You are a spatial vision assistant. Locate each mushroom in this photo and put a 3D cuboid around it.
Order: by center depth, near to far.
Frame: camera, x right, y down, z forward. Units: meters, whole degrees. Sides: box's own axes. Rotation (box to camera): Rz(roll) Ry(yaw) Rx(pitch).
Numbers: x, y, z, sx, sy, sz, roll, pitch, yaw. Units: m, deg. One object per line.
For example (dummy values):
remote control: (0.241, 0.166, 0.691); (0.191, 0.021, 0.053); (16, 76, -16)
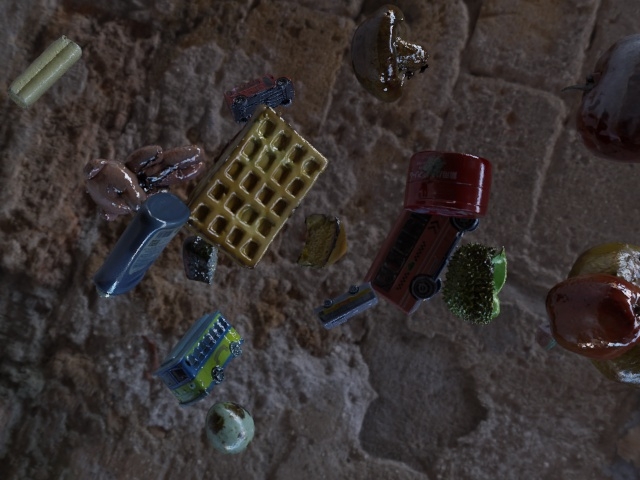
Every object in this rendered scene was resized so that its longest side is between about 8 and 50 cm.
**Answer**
mushroom: (0.203, -0.555, 1.557); (0.283, 0.195, 0.264); (6, 86, -45)

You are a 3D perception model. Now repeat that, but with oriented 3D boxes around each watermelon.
watermelon: (0.712, 0.300, 1.608); (0.092, 0.072, 0.085); (-16, 118, -69)

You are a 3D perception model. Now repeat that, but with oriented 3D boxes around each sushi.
sushi: (-0.479, 0.075, 2.082); (0.225, 0.126, 0.136); (98, 1, -50)

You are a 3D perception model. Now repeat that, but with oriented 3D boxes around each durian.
durian: (0.445, 0.120, 1.488); (0.200, 0.176, 0.237); (73, 39, -68)

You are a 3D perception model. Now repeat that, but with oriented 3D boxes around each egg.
egg: (-0.332, 0.671, 1.857); (0.231, 0.169, 0.169); (66, 34, -38)

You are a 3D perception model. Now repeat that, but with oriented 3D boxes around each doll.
doll: (-0.426, -0.144, 1.300); (0.201, 0.303, 0.156); (96, -30, -56)

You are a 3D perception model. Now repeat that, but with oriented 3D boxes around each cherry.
cherry: (0.831, -0.361, 1.313); (0.291, 0.334, 0.327); (35, 53, -80)

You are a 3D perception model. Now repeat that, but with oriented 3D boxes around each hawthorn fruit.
hawthorn fruit: (0.493, 0.123, 0.876); (0.203, 0.162, 0.163); (133, -21, -65)

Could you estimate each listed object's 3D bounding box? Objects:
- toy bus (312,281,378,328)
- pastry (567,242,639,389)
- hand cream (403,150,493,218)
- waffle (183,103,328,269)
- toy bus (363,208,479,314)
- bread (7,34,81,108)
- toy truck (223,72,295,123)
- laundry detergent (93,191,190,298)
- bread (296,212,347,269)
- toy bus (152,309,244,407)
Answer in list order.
toy bus: (0.077, 0.193, 1.523); (0.190, 0.075, 0.064); (-29, 153, -3)
pastry: (0.719, 0.166, 1.188); (0.164, 0.355, 0.356); (-37, -154, 54)
hand cream: (0.334, -0.143, 1.350); (0.230, 0.230, 0.150); (34, 66, -82)
waffle: (-0.149, -0.118, 1.169); (0.328, 0.224, 0.098); (-55, -154, -10)
toy bus: (0.326, 0.006, 1.618); (0.427, 0.232, 0.203); (-62, 163, 8)
bread: (-0.635, -0.383, 1.177); (0.139, 0.060, 0.178); (11, -119, 55)
toy truck: (-0.225, -0.537, 1.905); (0.252, 0.114, 0.108); (-27, 150, -11)
laundry detergent: (-0.282, 0.020, 0.782); (0.206, 0.061, 0.097); (-46, -175, 24)
bread: (0.000, 0.000, 1.720); (0.169, 0.140, 0.160); (-39, 134, -54)
toy bus: (-0.420, 0.412, 1.812); (0.152, 0.190, 0.312); (-30, -166, 28)
